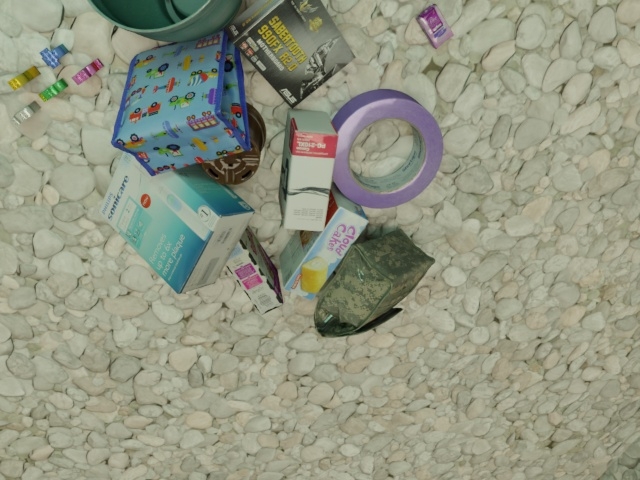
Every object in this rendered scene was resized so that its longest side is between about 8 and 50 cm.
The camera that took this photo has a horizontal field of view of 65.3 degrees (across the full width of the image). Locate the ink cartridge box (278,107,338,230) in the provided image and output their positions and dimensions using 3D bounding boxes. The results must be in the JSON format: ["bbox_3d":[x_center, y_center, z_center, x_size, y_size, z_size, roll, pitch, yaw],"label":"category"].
[{"bbox_3d":[-0.035,-0.163,1.160,0.100,0.172,0.237,3,120,-11],"label":"ink cartridge box"}]

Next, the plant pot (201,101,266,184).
[{"bbox_3d":[-0.200,-0.211,1.109,0.166,0.165,0.167,-4,121,-6],"label":"plant pot"}]

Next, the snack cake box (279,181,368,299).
[{"bbox_3d":[0.000,0.000,1.275,0.089,0.152,0.264,25,114,-22],"label":"snack cake box"}]

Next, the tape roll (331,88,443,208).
[{"bbox_3d":[0.151,-0.218,1.210,0.274,0.090,0.275,-4,122,-7],"label":"tape roll"}]

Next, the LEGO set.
[{"bbox_3d":[-0.572,-0.323,1.021,0.227,0.093,0.087,-30,120,9],"label":"LEGO set"}]

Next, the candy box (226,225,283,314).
[{"bbox_3d":[-0.182,0.052,1.270,0.071,0.159,0.233,-27,121,5],"label":"candy box"}]

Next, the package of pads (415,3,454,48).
[{"bbox_3d":[0.254,-0.474,1.109,0.050,0.032,0.083,-38,119,10],"label":"package of pads"}]

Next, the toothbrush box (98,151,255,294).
[{"bbox_3d":[-0.324,-0.064,1.107,0.295,0.126,0.216,42,114,18],"label":"toothbrush box"}]

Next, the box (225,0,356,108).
[{"bbox_3d":[-0.054,-0.403,1.027,0.183,0.056,0.231,-35,149,11],"label":"box"}]

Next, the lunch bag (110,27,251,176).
[{"bbox_3d":[-0.271,-0.305,0.987,0.220,0.294,0.138,-12,156,13],"label":"lunch bag"}]

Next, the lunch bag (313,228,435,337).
[{"bbox_3d":[0.131,0.136,1.322,0.235,0.169,0.287,-17,146,-49],"label":"lunch bag"}]

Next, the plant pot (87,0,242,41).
[{"bbox_3d":[-0.250,-0.484,0.890,0.292,0.196,0.293,0,92,12],"label":"plant pot"}]
